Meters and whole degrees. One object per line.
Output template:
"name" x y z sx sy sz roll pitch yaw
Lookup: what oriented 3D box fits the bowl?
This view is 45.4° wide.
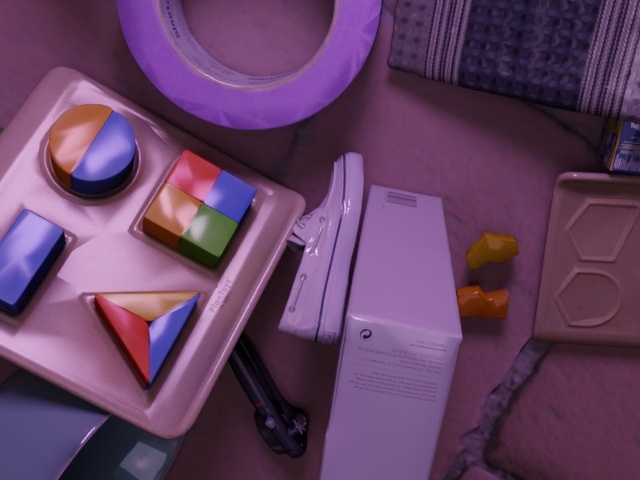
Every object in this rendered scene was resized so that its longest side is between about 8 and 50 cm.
"bowl" -0.312 0.257 0.932 0.163 0.311 0.311 30 111 17

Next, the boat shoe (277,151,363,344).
"boat shoe" 0.000 0.000 0.848 0.076 0.083 0.226 9 68 -1

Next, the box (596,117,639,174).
"box" 0.348 -0.158 0.820 0.054 0.059 0.168 8 110 1

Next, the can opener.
"can opener" -0.073 0.204 0.989 0.073 0.059 0.186 -24 105 14

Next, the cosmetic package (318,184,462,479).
"cosmetic package" 0.062 0.131 0.782 0.098 0.377 0.284 12 111 2

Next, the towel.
"towel" 0.239 -0.300 0.760 0.312 0.056 0.324 17 112 19

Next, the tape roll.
"tape roll" -0.071 -0.260 0.812 0.275 0.090 0.274 2 110 6

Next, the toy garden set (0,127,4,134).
"toy garden set" -0.352 0.012 0.956 0.244 0.049 0.203 34 109 -6

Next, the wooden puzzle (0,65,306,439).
"wooden puzzle" -0.227 -0.004 0.827 0.348 0.080 0.322 27 68 -2

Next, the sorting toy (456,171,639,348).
"sorting toy" 0.320 0.024 0.900 0.308 0.041 0.229 4 115 5
